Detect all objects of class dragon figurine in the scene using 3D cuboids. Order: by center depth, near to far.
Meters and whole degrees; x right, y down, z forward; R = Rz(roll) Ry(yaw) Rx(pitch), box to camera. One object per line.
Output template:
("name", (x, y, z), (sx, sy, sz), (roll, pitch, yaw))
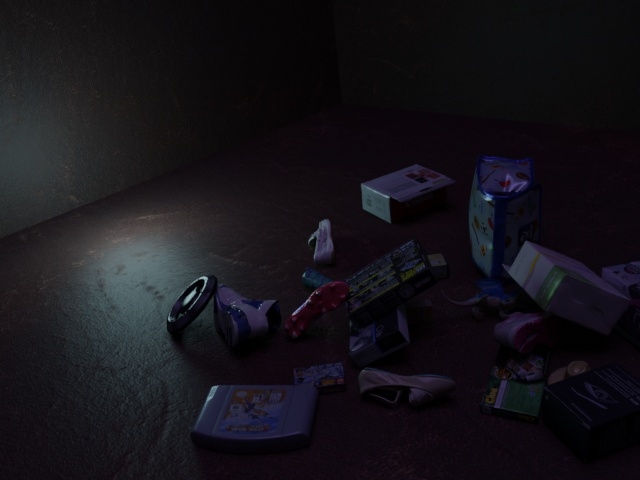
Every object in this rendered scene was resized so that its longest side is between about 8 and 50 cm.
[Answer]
("dragon figurine", (0.513, 0.173, 1.845), (0.290, 0.085, 0.144), (3, 26, 11))

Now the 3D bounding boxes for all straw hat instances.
("straw hat", (0.642, 0.335, 1.515), (0.145, 0.061, 0.144), (-6, 26, 3))

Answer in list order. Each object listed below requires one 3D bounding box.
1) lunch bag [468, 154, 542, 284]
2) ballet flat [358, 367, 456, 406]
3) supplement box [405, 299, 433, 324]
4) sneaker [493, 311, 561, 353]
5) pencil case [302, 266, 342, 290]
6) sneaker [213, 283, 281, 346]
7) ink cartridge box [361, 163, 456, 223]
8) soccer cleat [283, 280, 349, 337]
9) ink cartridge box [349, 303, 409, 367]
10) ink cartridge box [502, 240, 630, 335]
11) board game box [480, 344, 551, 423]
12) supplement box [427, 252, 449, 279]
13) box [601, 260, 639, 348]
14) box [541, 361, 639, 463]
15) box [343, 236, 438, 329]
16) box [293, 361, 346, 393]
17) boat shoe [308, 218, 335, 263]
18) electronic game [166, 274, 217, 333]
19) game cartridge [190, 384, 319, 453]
("lunch bag", (0.621, -0.075, 2.058), (0.239, 0.327, 0.385), (3, 26, 17))
("ballet flat", (0.214, 0.380, 1.534), (0.249, 0.086, 0.086), (2, 27, 21))
("supplement box", (0.288, 0.218, 1.842), (0.099, 0.062, 0.036), (-7, 25, 2))
("sneaker", (0.563, 0.236, 1.649), (0.253, 0.102, 0.111), (1, 6, -39))
("pencil case", (0.004, 0.144, 2.065), (0.070, 0.064, 0.152), (-40, 38, -22))
("sneaker", (-0.225, 0.235, 1.900), (0.182, 0.127, 0.315), (-2, 16, -23))
("ink cartridge box", (0.376, -0.192, 2.577), (0.310, 0.129, 0.272), (-21, 31, -25))
("soccer cleat", (-0.013, 0.199, 1.829), (0.248, 0.083, 0.095), (-43, 4, 15))
("ink cartridge box", (0.168, 0.222, 1.794), (0.165, 0.065, 0.332), (-31, 20, 17))
("ink cartridge box", (0.679, 0.113, 1.729), (0.207, 0.119, 0.353), (21, 15, -10))
("board game box", (0.501, 0.356, 1.546), (0.136, 0.030, 0.259), (8, 30, 25))
("supplement box", (0.391, 0.090, 2.081), (0.083, 0.056, 0.083), (-7, 26, 0))
("box", (0.887, 0.181, 1.646), (0.142, 0.163, 0.247), (-10, 26, -10))
("box", (0.631, 0.382, 1.368), (0.207, 0.108, 0.153), (-14, 27, -13))
("box", (0.197, 0.121, 1.790), (0.270, 0.060, 0.216), (-33, 22, 12))
("box", (-0.003, 0.375, 1.640), (0.137, 0.027, 0.094), (-8, 25, 0))
("boat shoe", (0.000, 0.000, 2.321), (0.096, 0.098, 0.277), (-7, 27, 0))
("electronic game", (-0.415, 0.204, 1.959), (0.229, 0.048, 0.229), (-39, 23, 21))
("game cartridge", (-0.163, 0.442, 1.518), (0.298, 0.062, 0.198), (-3, 22, 10))
